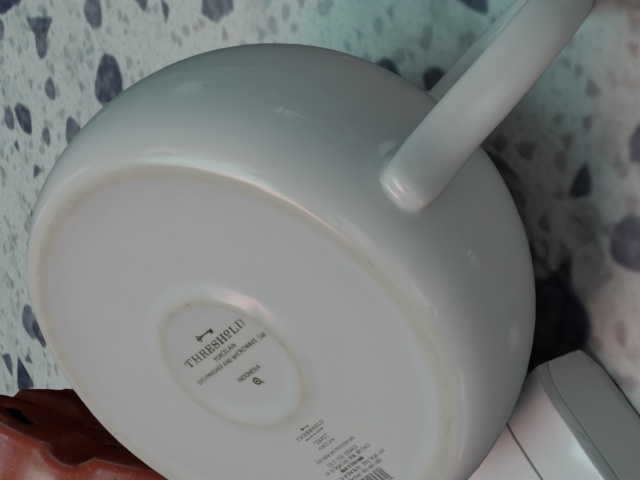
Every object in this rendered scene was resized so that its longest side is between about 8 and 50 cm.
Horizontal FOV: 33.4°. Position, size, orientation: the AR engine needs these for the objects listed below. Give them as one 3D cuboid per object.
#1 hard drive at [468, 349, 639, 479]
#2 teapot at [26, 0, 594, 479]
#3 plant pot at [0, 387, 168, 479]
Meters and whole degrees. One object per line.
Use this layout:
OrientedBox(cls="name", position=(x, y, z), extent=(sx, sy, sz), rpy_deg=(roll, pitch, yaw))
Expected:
OrientedBox(cls="hard drive", position=(0.099, 0.250, 0.573), extent=(0.233, 0.047, 0.353), rpy_deg=(57, 139, 23))
OrientedBox(cls="teapot", position=(0.000, 0.000, 0.520), extent=(0.256, 0.187, 0.253), rpy_deg=(7, 128, 25))
OrientedBox(cls="plant pot", position=(-0.153, 0.251, 0.709), extent=(0.272, 0.272, 0.265), rpy_deg=(14, 90, 50))
